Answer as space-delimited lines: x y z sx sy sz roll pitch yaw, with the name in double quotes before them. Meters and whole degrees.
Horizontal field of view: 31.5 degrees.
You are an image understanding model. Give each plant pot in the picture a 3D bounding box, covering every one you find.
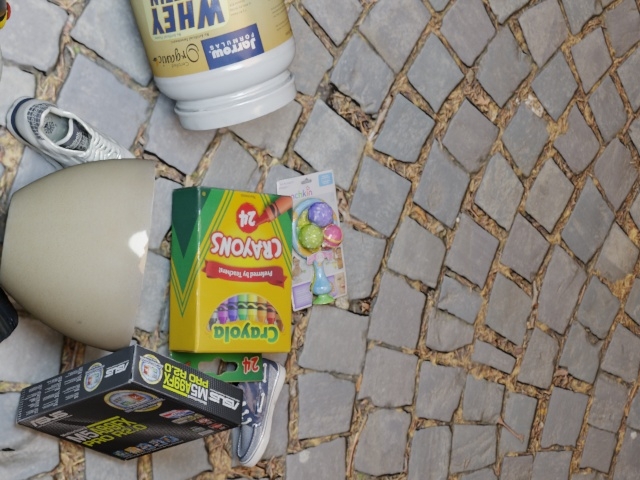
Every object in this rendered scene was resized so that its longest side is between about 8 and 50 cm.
"plant pot" -0.353 0.011 1.624 0.190 0.284 0.284 8 91 -12

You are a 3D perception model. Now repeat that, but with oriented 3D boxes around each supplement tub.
"supplement tub" -0.167 -0.348 1.734 0.228 0.228 0.316 -31 115 -35

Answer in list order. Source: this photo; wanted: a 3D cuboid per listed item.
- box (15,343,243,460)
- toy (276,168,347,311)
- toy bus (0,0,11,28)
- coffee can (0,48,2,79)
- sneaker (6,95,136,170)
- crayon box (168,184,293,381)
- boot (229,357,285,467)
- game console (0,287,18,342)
"box" -0.283 0.248 1.689 0.216 0.270 0.060 30 49 -41
"toy" 0.000 0.000 2.043 0.137 0.056 0.237 -15 106 -41
"toy bus" -0.460 -0.365 1.557 0.202 0.104 0.191 50 65 -34
"coffee can" -0.525 -0.172 1.373 0.201 0.275 0.202 13 65 -29
"sneaker" -0.352 -0.135 1.691 0.235 0.094 0.090 28 75 -41
"crayon box" -0.145 0.077 1.878 0.202 0.081 0.319 4 85 -42
"boot" -0.129 0.292 1.971 0.086 0.069 0.190 25 71 -33
"game console" -0.553 0.018 1.568 0.213 0.044 0.361 -43 120 -29
